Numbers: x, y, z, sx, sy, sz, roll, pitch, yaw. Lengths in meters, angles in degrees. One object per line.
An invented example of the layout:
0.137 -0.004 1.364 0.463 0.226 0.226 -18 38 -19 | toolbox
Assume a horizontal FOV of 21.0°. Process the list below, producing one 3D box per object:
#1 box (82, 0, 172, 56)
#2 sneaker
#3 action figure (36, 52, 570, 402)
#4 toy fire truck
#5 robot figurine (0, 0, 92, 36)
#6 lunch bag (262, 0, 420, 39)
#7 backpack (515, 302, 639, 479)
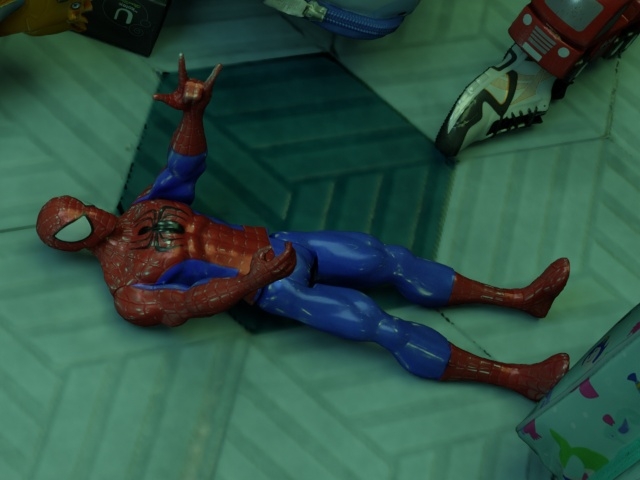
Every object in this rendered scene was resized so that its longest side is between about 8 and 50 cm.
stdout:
-0.108 -0.157 0.970 0.062 0.052 0.083 20 57 -6 | box
0.108 -0.080 1.002 0.044 0.040 0.109 43 58 7 | sneaker
0.000 0.000 0.867 0.280 0.139 0.091 10 57 -9 | action figure
0.194 -0.171 1.017 0.047 0.135 0.192 43 32 11 | toy fire truck
-0.272 -0.140 0.865 0.291 0.085 0.211 -14 57 -12 | robot figurine
-0.020 -0.252 0.978 0.243 0.115 0.303 25 42 -22 | lunch bag
0.238 0.088 0.836 0.253 0.225 0.191 -22 74 -32 | backpack
